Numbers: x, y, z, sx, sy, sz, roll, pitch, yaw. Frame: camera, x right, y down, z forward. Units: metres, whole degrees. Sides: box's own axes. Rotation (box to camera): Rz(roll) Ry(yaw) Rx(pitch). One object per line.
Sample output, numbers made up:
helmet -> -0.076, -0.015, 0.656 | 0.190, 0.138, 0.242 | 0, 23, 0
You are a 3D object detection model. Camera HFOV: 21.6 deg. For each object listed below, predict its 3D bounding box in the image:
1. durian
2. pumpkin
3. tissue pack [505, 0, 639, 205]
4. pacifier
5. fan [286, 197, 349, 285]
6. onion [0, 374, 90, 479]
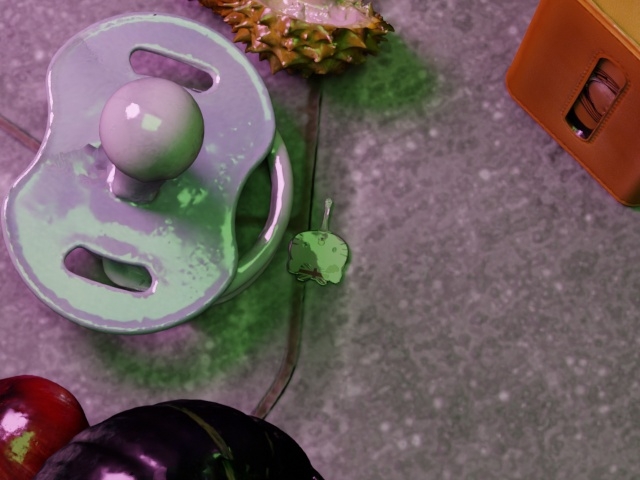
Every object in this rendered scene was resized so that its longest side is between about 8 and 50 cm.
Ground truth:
durian -> -0.048, -0.198, 1.555 | 0.224, 0.140, 0.078 | 18, 118, 9
pumpkin -> -0.128, 0.273, 1.355 | 0.295, 0.296, 0.296 | 1, 74, -4
tissue pack -> 0.287, -0.164, 1.472 | 0.194, 0.274, 0.145 | 44, 77, 9
pacifier -> -0.137, -0.069, 1.437 | 0.244, 0.233, 0.300 | 15, 75, -3
fan -> 0.000, 0.000, 1.545 | 0.056, 0.004, 0.083 | 10, 74, 0
onion -> -0.257, 0.177, 1.418 | 0.131, 0.131, 0.131 | 1, 74, -4
